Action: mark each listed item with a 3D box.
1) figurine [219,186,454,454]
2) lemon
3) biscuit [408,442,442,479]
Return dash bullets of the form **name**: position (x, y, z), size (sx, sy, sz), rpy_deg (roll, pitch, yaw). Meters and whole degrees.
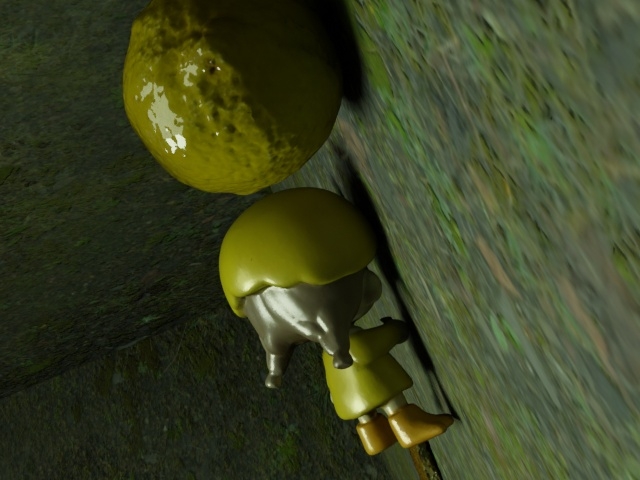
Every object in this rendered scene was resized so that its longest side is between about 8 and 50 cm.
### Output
- **figurine**: position (0.018, 0.096, 0.971), size (0.187, 0.215, 0.343), rpy_deg (-31, -93, -50)
- **lemon**: position (-0.080, -0.143, 0.737), size (0.260, 0.204, 0.204), rpy_deg (-141, 29, -88)
- **biscuit**: position (0.179, 0.383, 1.378), size (0.126, 0.025, 0.206), rpy_deg (-125, 14, -68)
